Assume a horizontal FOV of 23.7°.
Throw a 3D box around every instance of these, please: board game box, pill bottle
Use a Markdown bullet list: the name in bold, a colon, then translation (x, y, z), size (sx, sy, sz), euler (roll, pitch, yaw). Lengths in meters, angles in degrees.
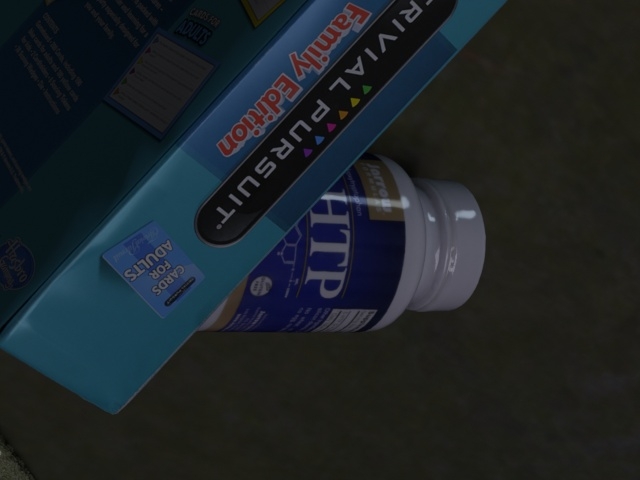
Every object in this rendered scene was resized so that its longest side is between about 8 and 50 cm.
- **board game box**: translation (-0.049, -0.120, 0.732), size (0.336, 0.254, 0.079), euler (-46, 130, 6)
- **pill bottle**: translation (0.000, 0.000, 0.925), size (0.186, 0.112, 0.112), euler (1, 119, -29)

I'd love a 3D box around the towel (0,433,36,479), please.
- **towel**: translation (-0.229, 0.179, 0.974), size (0.110, 0.027, 0.148), euler (-30, 128, -9)
